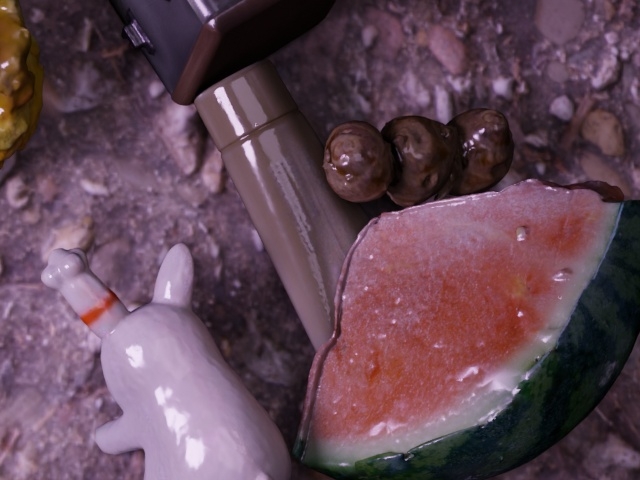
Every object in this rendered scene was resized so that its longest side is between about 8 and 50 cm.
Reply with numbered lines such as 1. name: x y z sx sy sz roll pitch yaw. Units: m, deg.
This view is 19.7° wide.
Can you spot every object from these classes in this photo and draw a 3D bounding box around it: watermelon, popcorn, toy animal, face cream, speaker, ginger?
1. watermelon: 0.175 0.080 1.617 0.319 0.222 0.292 15 72 -21
2. popcorn: -0.331 -0.139 1.614 0.197 0.155 0.198 0 88 -3
3. toy animal: -0.132 0.125 1.614 0.140 0.138 0.282 -28 78 -24
4. face cream: 0.000 0.000 1.696 0.137 0.084 0.341 -30 92 -30
5. speaker: -0.085 -0.249 1.646 0.192 0.231 0.153 -32 86 -17
6. ginger: 0.088 -0.078 1.698 0.204 0.104 0.080 -8 60 -30
